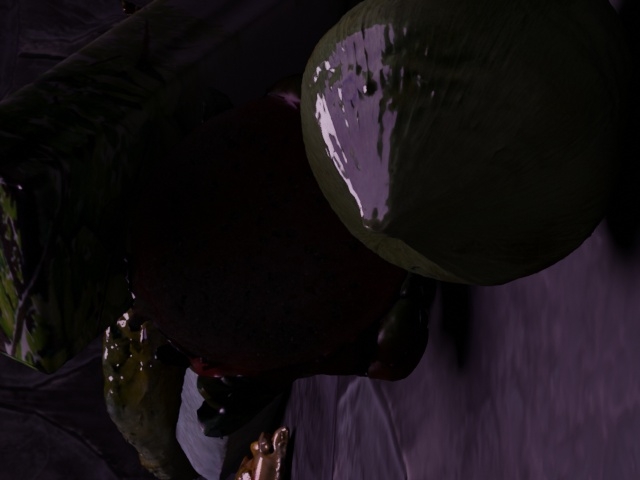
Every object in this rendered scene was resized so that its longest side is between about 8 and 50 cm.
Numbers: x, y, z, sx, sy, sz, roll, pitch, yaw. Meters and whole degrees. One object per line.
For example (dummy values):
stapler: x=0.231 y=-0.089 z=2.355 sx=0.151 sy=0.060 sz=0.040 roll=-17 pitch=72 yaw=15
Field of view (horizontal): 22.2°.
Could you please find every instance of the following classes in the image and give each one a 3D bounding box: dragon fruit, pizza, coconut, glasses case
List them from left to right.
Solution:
glasses case: x=-0.059 y=-0.059 z=0.724 sx=0.272 sy=0.062 sz=0.095 roll=-42 pitch=-37 yaw=-44
pizza: x=-0.047 y=0.209 z=1.185 sx=0.184 sy=0.036 sz=0.176 roll=-92 pitch=9 yaw=-45
dragon fruit: x=0.000 y=0.000 z=0.652 sx=0.142 sy=0.138 sz=0.175 roll=-53 pitch=-17 yaw=10
coconut: x=0.037 y=-0.030 z=0.415 sx=0.096 sy=0.088 sz=0.088 roll=-52 pitch=-16 yaw=-37

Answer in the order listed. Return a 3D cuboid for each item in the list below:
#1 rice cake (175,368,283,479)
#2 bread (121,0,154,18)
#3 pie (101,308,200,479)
rice cake: x=-0.072 y=0.127 z=1.285 sx=0.069 sy=0.063 sz=0.206 roll=51 pitch=155 yaw=16
bread: x=-0.083 y=-0.116 z=1.322 sx=0.260 sy=0.147 sz=0.160 roll=-60 pitch=-14 yaw=-74
pie: x=-0.116 y=0.074 z=1.431 sx=0.277 sy=0.079 sz=0.277 roll=10 pitch=-90 yaw=-75
